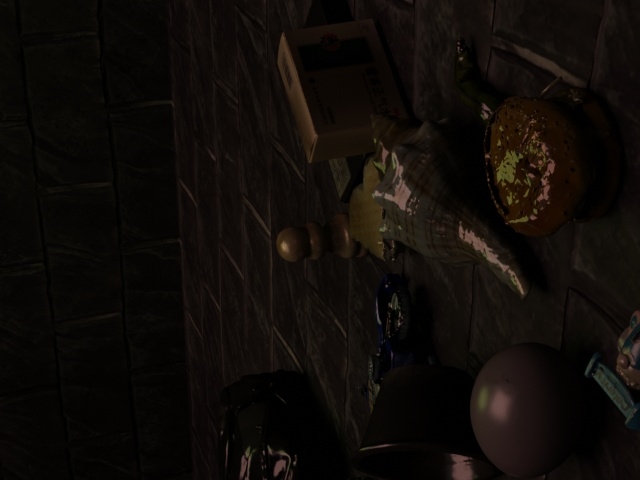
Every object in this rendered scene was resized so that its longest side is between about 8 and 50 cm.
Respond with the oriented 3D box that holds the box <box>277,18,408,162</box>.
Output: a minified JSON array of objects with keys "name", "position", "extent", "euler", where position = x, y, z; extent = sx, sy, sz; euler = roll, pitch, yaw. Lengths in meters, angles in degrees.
[{"name":"box","position":[0.037,-0.250,1.808],"extent":[0.095,0.168,0.212],"euler":[110,146,-61]}]

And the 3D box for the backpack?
[{"name":"backpack","position":[-0.107,0.507,2.476],"extent":[0.446,0.254,0.363],"euler":[-109,17,-71]}]

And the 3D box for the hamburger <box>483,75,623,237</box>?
[{"name":"hamburger","position":[0.266,-0.101,1.285],"extent":[0.177,0.113,0.186],"euler":[-135,39,-62]}]

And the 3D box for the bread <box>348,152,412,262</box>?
[{"name":"bread","position":[0.111,-0.046,1.850],"extent":[0.232,0.064,0.172],"euler":[111,145,-59]}]

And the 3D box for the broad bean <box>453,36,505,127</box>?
[{"name":"broad bean","position":[0.219,-0.198,1.487],"extent":[0.061,0.046,0.195],"euler":[98,157,-47]}]

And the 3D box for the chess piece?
[{"name":"chess piece","position":[0.000,0.000,2.033],"extent":[0.094,0.170,0.094],"euler":[169,90,-73]}]

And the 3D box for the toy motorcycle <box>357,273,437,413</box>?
[{"name":"toy motorcycle","position":[0.124,0.218,1.872],"extent":[0.169,0.113,0.315],"euler":[-148,60,-78]}]

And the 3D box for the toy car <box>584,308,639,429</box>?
[{"name":"toy car","position":[0.355,0.113,1.144],"extent":[0.126,0.098,0.161],"euler":[-122,28,-46]}]

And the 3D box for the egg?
[{"name":"egg","position":[0.264,0.219,1.387],"extent":[0.146,0.146,0.199],"euler":[-118,19,-44]}]

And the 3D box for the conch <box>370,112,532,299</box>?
[{"name":"conch","position":[0.162,-0.046,1.554],"extent":[0.203,0.169,0.386],"euler":[62,-172,-59]}]

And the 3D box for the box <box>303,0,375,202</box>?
[{"name":"box","position":[0.037,-0.259,1.983],"extent":[0.211,0.058,0.350],"euler":[114,142,-62]}]

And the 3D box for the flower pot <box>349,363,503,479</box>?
[{"name":"flower pot","position":[0.163,0.277,1.662],"extent":[0.235,0.235,0.148],"euler":[121,155,-62]}]

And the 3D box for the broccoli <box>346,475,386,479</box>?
[{"name":"broccoli","position":[0.096,0.539,1.768],"extent":[0.413,0.321,0.310],"euler":[-156,64,-77]}]
